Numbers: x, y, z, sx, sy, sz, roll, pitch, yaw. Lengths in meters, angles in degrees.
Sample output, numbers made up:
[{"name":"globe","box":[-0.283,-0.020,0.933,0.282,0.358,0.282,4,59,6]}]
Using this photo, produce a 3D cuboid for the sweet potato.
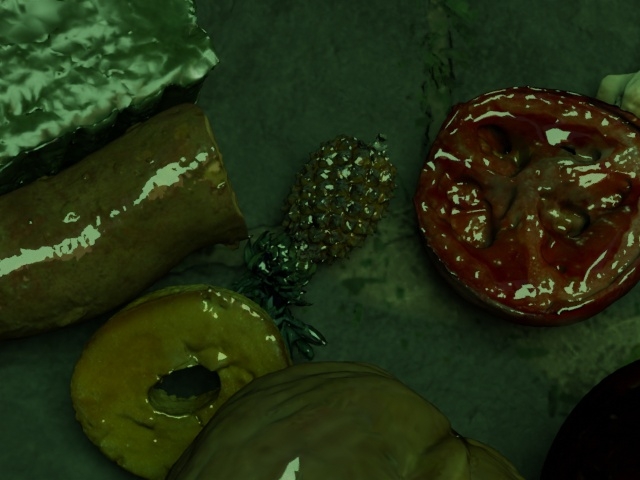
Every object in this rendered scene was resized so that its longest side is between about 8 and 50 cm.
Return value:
[{"name":"sweet potato","box":[-0.223,0.016,1.413,0.337,0.131,0.131,-29,80,-11]}]

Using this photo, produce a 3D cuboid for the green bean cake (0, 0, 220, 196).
[{"name":"green bean cake","box":[-0.239,-0.179,1.470,0.255,0.132,0.241,-29,81,-20]}]

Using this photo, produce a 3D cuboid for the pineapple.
[{"name":"pineapple","box":[0.000,0.001,1.483,0.103,0.083,0.221,33,72,1]}]

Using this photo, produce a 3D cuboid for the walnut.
[{"name":"walnut","box":[0.001,0.269,1.281,0.306,0.306,0.344,37,83,2]}]

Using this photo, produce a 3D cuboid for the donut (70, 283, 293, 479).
[{"name":"donut","box":[-0.106,0.108,1.403,0.178,0.065,0.162,-11,111,7]}]

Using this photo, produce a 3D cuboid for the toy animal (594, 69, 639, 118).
[{"name":"toy animal","box":[0.354,-0.122,1.583,0.184,0.104,0.185,41,66,5]}]

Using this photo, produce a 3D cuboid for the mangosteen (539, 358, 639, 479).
[{"name":"mangosteen","box":[0.335,0.225,1.382,0.359,0.306,0.306,-6,70,-52]}]

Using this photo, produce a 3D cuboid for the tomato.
[{"name":"tomato","box":[0.192,-0.024,1.523,0.228,0.101,0.228,-1,66,2]}]
